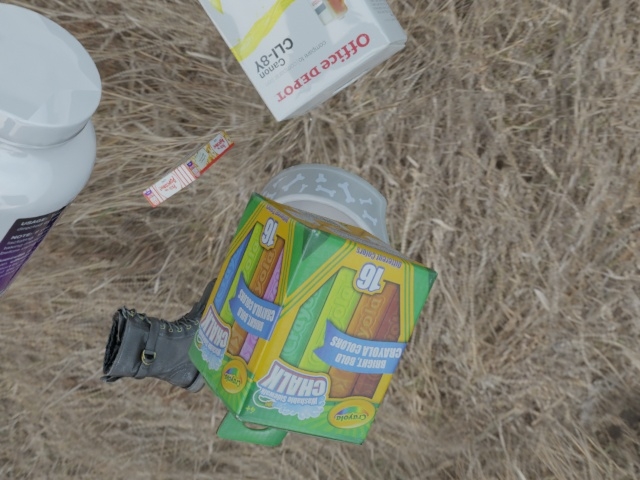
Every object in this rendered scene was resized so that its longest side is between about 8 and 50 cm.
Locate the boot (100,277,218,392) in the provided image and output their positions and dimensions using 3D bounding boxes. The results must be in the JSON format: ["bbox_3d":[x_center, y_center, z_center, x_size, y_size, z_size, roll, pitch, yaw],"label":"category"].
[{"bbox_3d":[-0.299,0.171,1.582,0.229,0.091,0.262,26,74,-40],"label":"boot"}]

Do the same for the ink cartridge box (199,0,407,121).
[{"bbox_3d":[-0.054,-0.464,1.548,0.279,0.160,0.384,-31,94,24],"label":"ink cartridge box"}]

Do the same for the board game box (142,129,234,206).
[{"bbox_3d":[-0.295,-0.164,1.817,0.147,0.193,0.045,-28,105,34],"label":"board game box"}]

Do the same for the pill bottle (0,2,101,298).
[{"bbox_3d":[-0.323,-0.057,0.731,0.181,0.181,0.323,44,128,-6],"label":"pill bottle"}]

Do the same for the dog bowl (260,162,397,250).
[{"bbox_3d":[0.000,0.000,1.832,0.349,0.102,0.348,11,129,14],"label":"dog bowl"}]

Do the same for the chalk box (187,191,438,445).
[{"bbox_3d":[-0.028,0.119,0.953,0.180,0.179,0.288,17,97,-31],"label":"chalk box"}]
